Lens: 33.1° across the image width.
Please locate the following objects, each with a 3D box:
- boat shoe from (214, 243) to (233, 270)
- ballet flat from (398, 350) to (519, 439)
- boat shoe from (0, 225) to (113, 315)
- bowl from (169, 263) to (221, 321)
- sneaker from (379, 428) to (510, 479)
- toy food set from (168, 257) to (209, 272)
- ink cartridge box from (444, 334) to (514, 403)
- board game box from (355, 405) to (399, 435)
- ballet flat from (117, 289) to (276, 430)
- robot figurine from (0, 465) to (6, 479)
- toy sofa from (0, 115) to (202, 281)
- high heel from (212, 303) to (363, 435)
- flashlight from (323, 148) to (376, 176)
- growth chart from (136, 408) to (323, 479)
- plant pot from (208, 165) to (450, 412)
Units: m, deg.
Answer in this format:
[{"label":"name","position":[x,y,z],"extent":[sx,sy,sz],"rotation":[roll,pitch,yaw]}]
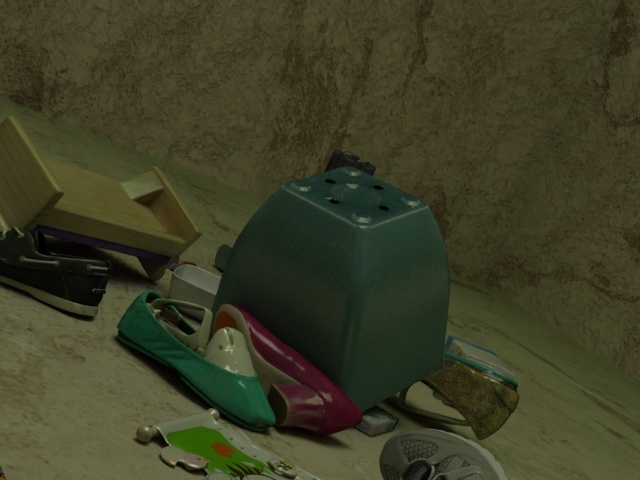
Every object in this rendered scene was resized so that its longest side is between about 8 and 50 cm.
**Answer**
[{"label":"boat shoe","position":[-0.120,0.054,1.975],"extent":[0.083,0.065,0.183],"rotation":[19,8,-32]},{"label":"ballet flat","position":[0.127,0.189,1.608],"extent":[0.349,0.123,0.123],"rotation":[26,7,29]},{"label":"boat shoe","position":[-0.373,0.017,1.334],"extent":[0.233,0.079,0.084],"rotation":[22,7,-4]},{"label":"bowl","position":[-0.159,0.091,1.611],"extent":[0.142,0.053,0.142],"rotation":[24,7,0]},{"label":"sneaker","position":[0.136,0.266,1.067],"extent":[0.115,0.105,0.281],"rotation":[20,9,-36]},{"label":"toy food set","position":[-0.233,0.043,1.858],"extent":[0.122,0.019,0.078],"rotation":[22,7,-18]},{"label":"ink cartridge box","position":[0.253,0.232,1.805],"extent":[0.090,0.092,0.143],"rotation":[23,6,-11]},{"label":"board game box","position":[0.050,0.227,1.434],"extent":[0.090,0.020,0.090],"rotation":[27,9,22]},{"label":"ballet flat","position":[-0.139,0.127,1.255],"extent":[0.247,0.087,0.083],"rotation":[29,8,31]},{"label":"robot figurine","position":[-0.302,0.132,0.615],"extent":[0.291,0.085,0.211],"rotation":[20,17,-39]},{"label":"toy sofa","position":[-0.353,-0.032,1.550],"extent":[0.150,0.177,0.362],"rotation":[53,15,23]},{"label":"high heel","position":[-0.046,0.156,1.344],"extent":[0.117,0.082,0.244],"rotation":[11,17,-35]},{"label":"flashlight","position":[0.000,0.000,1.805],"extent":[0.103,0.304,0.103],"rotation":[29,9,27]},{"label":"growth chart","position":[-0.054,0.229,1.058],"extent":[0.237,0.021,0.172],"rotation":[25,8,12]},{"label":"plant pot","position":[0.026,0.048,1.434],"extent":[0.247,0.252,0.248],"rotation":[29,32,32]}]
